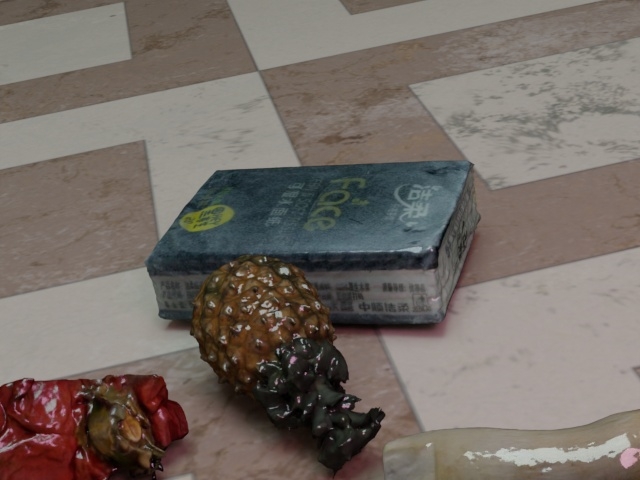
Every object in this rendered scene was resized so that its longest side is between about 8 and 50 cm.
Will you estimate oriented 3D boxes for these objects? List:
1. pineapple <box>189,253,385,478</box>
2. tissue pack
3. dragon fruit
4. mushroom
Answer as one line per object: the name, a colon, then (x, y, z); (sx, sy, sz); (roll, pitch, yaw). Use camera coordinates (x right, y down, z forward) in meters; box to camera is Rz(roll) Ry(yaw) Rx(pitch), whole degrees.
pineapple: (-0.022, 0.095, 0.855); (0.108, 0.108, 0.197); (-20, 43, -20)
tissue pack: (0.000, 0.000, 1.031); (0.257, 0.081, 0.185); (-1, 29, 18)
dragon fruit: (-0.189, 0.157, 0.836); (0.192, 0.122, 0.092); (-10, 67, -9)
mushroom: (0.141, 0.142, 0.727); (0.209, 0.084, 0.071); (-7, 7, 12)
